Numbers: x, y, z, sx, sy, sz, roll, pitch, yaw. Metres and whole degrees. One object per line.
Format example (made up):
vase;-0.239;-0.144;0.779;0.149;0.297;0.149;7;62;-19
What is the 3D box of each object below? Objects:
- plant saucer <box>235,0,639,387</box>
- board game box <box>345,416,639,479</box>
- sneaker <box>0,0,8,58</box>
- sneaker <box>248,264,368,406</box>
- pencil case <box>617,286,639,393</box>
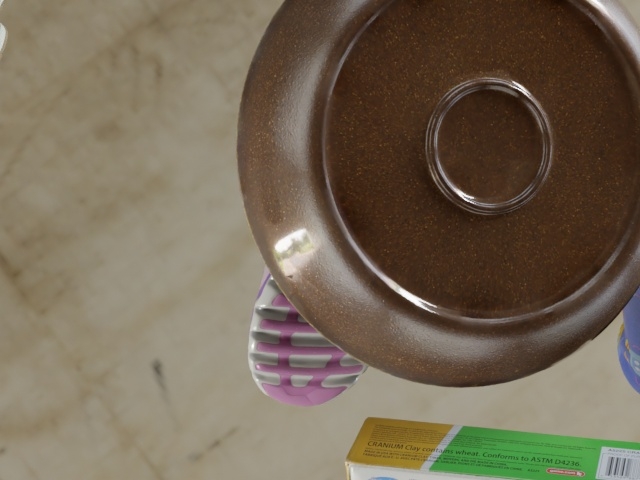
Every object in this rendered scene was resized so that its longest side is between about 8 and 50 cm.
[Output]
plant saucer;0.101;-0.059;1.062;0.311;0.310;0.050;-37;9;-16
board game box;0.149;0.295;1.262;0.242;0.316;0.064;5;27;15
sneaker;-0.255;-0.179;1.121;0.064;0.086;0.192;-18;35;15
sneaker;0.000;0.000;1.178;0.095;0.236;0.104;6;14;-11
pencil case;0.295;0.003;1.318;0.119;0.306;0.133;0;49;11
